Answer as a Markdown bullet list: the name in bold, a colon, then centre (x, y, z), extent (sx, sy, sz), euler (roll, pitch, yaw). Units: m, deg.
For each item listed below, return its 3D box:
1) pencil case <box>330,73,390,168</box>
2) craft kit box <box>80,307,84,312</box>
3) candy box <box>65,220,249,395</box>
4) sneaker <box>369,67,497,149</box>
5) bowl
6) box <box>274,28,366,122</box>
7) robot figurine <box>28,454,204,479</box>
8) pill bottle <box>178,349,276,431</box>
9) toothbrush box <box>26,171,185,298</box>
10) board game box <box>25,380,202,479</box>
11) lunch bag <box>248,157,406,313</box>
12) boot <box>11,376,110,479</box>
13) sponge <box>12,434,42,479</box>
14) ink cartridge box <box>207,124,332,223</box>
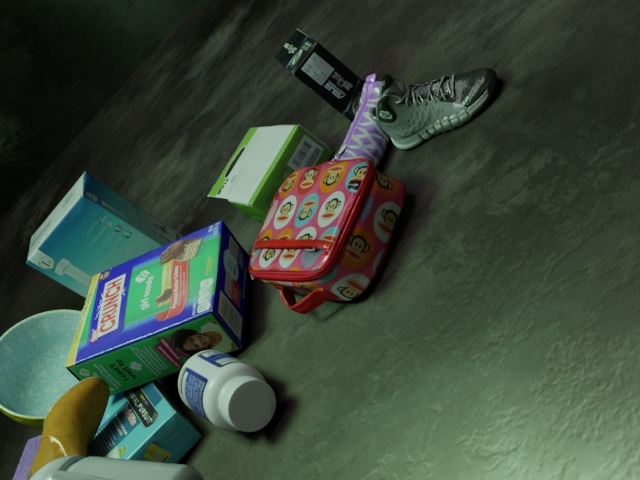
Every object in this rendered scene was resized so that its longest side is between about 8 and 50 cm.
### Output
- **pencil case**: centre (0.079, -0.191, 1.643), extent (0.086, 0.088, 0.206), euler (-10, 49, 51)
- **craft kit box**: centre (-0.634, 0.298, 2.276), extent (0.246, 0.061, 0.250), euler (-37, 32, 35)
- **candy box**: centre (-0.305, 0.132, 1.752), extent (0.317, 0.122, 0.268), euler (-23, 35, 16)
- **sneaker**: centre (0.169, -0.239, 1.502), extent (0.228, 0.132, 0.086), euler (-30, 36, 40)
- **bowl**: centre (-0.576, 0.312, 2.017), extent (0.156, 0.289, 0.290), euler (90, -175, -47)
- **box**: centre (0.014, -0.321, 1.792), extent (0.077, 0.180, 0.147), euler (-51, 27, 8)
- **robot figurine**: centre (-0.297, 0.421, 1.329), extent (0.353, 0.300, 0.200), euler (2, 47, 12)
- **pill bottle**: centre (-0.150, 0.248, 1.486), extent (0.112, 0.112, 0.186), euler (-60, 27, -11)
- **toothbrush box**: centre (-0.475, 0.023, 2.064), extent (0.216, 0.295, 0.126), euler (-47, 27, 16)
- **board game box**: centre (-0.393, 0.411, 1.657), extent (0.336, 0.079, 0.253), euler (-45, 26, -10)
- **lunch bag**: centre (0.000, 0.000, 1.533), extent (0.293, 0.120, 0.258), euler (-2, 61, 59)
- **boot**: centre (-0.417, 0.379, 1.550), extent (0.211, 0.104, 0.295), euler (8, 58, 51)
- **sponge**: centre (-0.624, 0.490, 2.064), extent (0.210, 0.031, 0.117), euler (-27, 39, 41)
- **ink cartridge box**: centre (-0.110, -0.137, 1.878), extent (0.189, 0.097, 0.255), euler (-59, 26, -9)
